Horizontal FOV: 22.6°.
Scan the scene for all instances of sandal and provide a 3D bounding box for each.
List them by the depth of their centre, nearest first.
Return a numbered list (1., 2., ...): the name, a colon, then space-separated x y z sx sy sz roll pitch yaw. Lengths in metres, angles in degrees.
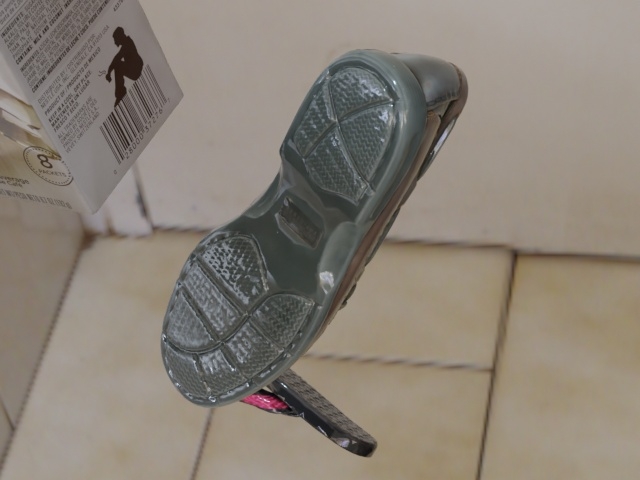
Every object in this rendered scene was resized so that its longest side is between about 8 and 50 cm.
1. sandal: -0.037 0.116 1.205 0.179 0.067 0.040 37 99 23

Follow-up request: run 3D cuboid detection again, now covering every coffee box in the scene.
1. coffee box: -0.224 -0.166 0.944 0.168 0.297 0.119 11 53 32

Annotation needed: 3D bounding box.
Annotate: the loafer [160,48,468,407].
1. loafer: 0.000 0.000 0.932 0.084 0.267 0.096 -13 57 -47
